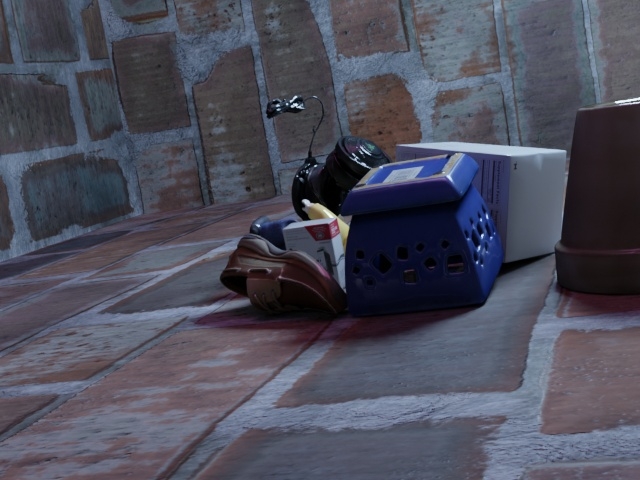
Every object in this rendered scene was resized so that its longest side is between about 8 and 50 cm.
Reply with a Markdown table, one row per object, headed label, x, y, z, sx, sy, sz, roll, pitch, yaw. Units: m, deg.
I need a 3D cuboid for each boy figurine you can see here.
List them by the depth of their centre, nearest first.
| label | x | y | z | sx | sy | sz | roll | pitch | yaw |
| --- | --- | --- | --- | --- | --- | --- | --- | --- | --- |
| boy figurine | 0.000 | 0.000 | 1.999 | 0.285 | 0.177 | 0.092 | 1 | 25 | 21 |

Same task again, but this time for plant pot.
| label | x | y | z | sx | sy | sz | roll | pitch | yaw |
| --- | --- | --- | --- | --- | --- | --- | --- | --- | --- |
| plant pot | 0.525 | -0.087 | 1.597 | 0.323 | 0.281 | 0.323 | -8 | 8 | 1 |
| plant pot | 0.166 | -0.019 | 1.687 | 0.235 | 0.212 | 0.236 | -7 | 16 | 20 |

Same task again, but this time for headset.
| label | x | y | z | sx | sy | sz | roll | pitch | yaw |
| --- | --- | --- | --- | --- | --- | --- | --- | --- | --- |
| headset | 0.021 | -0.132 | 2.130 | 0.243 | 0.394 | 0.185 | -32 | -9 | 36 |

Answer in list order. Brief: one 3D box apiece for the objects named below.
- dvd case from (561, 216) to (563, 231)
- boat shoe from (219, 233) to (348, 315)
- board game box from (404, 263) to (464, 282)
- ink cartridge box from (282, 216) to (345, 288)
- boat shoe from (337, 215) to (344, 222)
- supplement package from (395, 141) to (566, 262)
| label | x | y | z | sx | sy | sz | roll | pitch | yaw |
| --- | --- | --- | --- | --- | --- | --- | --- | --- | --- |
| dvd case | 0.448 | -0.018 | 2.128 | 0.253 | 0.022 | 0.180 | -7 | 8 | 16 |
| boat shoe | -0.070 | 0.084 | 1.783 | 0.116 | 0.123 | 0.324 | -48 | 31 | -16 |
| board game box | 0.206 | 0.058 | 1.861 | 0.154 | 0.026 | 0.103 | -5 | 9 | 33 |
| ink cartridge box | -0.009 | 0.032 | 1.923 | 0.099 | 0.135 | 0.056 | -7 | 11 | 19 |
| boat shoe | -0.022 | -0.001 | 2.308 | 0.092 | 0.103 | 0.285 | -1 | 16 | 23 |
| supplement package | 0.302 | -0.081 | 1.922 | 0.262 | 0.198 | 0.199 | 10 | 13 | 42 |
